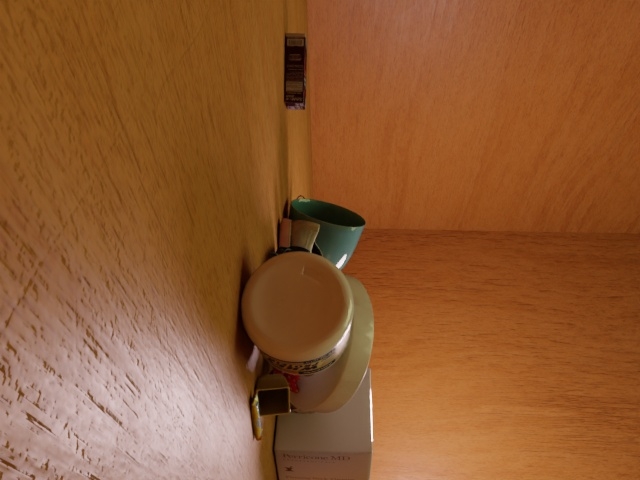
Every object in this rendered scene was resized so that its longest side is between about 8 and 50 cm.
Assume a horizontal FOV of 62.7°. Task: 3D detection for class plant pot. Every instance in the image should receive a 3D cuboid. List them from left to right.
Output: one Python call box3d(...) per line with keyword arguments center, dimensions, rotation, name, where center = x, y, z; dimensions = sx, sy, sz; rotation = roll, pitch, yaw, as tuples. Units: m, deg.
box3d(center=(-0.122, 0.378, 1.313), dimensions=(0.083, 0.082, 0.081), rotation=(-116, -155, -67), name="plant pot")
box3d(center=(0.000, 0.000, 2.001), dimensions=(0.293, 0.293, 0.235), rotation=(-84, -171, -72), name="plant pot")

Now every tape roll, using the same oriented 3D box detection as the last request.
box3d(center=(0.005, 0.276, 1.457), dimensions=(0.392, 0.072, 0.391), rotation=(-36, -134, 48), name="tape roll")

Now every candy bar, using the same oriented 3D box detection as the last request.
box3d(center=(-0.152, 0.418, 1.249), dimensions=(0.040, 0.018, 0.161), rotation=(-86, 176, -53), name="candy bar")

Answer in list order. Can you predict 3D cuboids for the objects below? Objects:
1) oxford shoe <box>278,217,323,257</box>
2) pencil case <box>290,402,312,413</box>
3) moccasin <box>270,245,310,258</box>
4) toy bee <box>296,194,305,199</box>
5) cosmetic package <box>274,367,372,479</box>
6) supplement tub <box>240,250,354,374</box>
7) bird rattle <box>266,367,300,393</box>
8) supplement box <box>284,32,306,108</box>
box3d(center=(-0.065, 0.100, 1.827), dimensions=(0.140, 0.147, 0.396), rotation=(-88, 179, -48), name="oxford shoe")
box3d(center=(-0.066, 0.346, 1.712), dimensions=(0.183, 0.160, 0.410), rotation=(41, 45, -53), name="pencil case")
box3d(center=(-0.094, 0.087, 1.499), dimensions=(0.342, 0.117, 0.137), rotation=(-129, -128, -85), name="moccasin")
box3d(center=(-0.029, -0.036, 2.221), dimensions=(0.195, 0.162, 0.298), rotation=(49, -49, 31), name="toy bee")
box3d(center=(0.016, 0.698, 1.922), dimensions=(0.327, 0.330, 0.393), rotation=(-86, 176, -46), name="cosmetic package")
box3d(center=(-0.044, 0.176, 1.172), dimensions=(0.316, 0.229, 0.228), rotation=(86, 5, -68), name="supplement tub")
box3d(center=(-0.095, 0.281, 1.458), dimensions=(0.207, 0.143, 0.253), rotation=(-136, -132, -70), name="bird rattle")
box3d(center=(-0.087, -0.600, 1.880), dimensions=(0.130, 0.073, 0.239), rotation=(-73, 165, -86), name="supplement box")
